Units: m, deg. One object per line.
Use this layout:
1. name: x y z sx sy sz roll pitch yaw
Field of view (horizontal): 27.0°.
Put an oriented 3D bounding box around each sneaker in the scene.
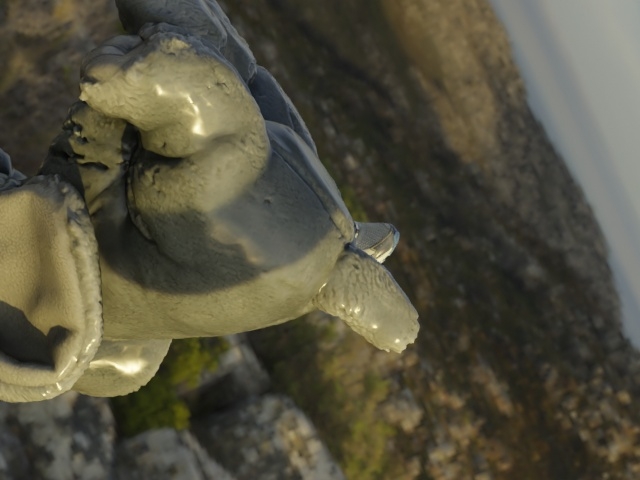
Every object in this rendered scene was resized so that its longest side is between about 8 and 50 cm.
1. sneaker: 0.000 0.000 1.140 0.052 0.135 0.058 -72 145 -46

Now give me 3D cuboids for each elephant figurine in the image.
1. elephant figurine: -0.118 0.004 0.598 0.169 0.239 0.186 49 10 -41
